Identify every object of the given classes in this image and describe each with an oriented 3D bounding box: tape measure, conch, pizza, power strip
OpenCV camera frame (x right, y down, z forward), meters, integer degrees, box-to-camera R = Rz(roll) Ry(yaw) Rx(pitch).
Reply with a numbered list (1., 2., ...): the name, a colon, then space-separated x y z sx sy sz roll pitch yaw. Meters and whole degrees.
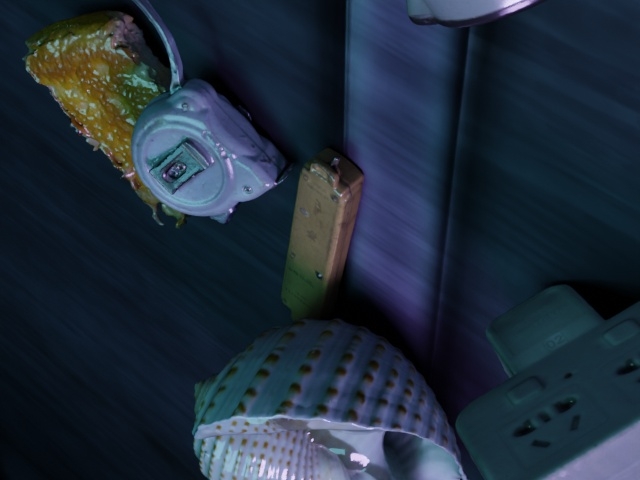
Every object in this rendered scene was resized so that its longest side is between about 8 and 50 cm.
1. tape measure: -0.190 -0.156 1.241 0.330 0.084 0.164 45 123 -11
2. conch: 0.008 0.197 1.306 0.319 0.215 0.303 2 149 1
3. pizza: -0.221 -0.144 1.369 0.189 0.071 0.297 -18 114 38
4. power strip: 0.000 0.000 1.270 0.064 0.044 0.305 38 148 19
5. power strip: 0.239 0.148 0.968 0.141 0.229 0.261 60 -179 -17

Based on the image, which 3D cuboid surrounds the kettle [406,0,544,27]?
1. kettle: 0.120 -0.274 0.750 0.221 0.161 0.236 -16 114 23
